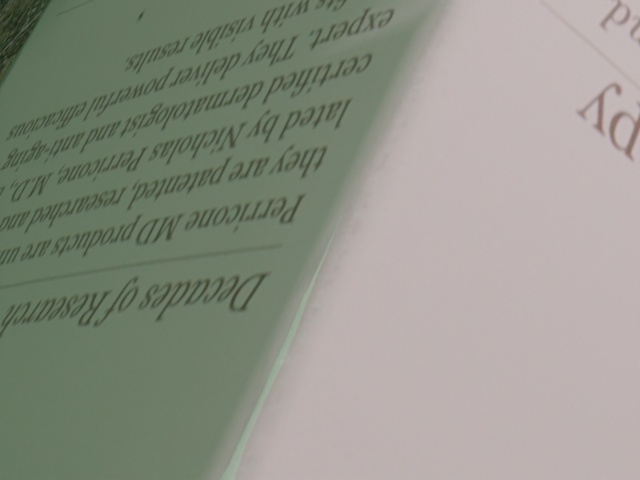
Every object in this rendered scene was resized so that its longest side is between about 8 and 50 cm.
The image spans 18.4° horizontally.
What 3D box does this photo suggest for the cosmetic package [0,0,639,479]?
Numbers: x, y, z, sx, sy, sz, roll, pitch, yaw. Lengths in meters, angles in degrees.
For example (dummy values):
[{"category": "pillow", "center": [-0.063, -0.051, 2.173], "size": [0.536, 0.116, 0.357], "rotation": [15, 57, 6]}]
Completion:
[{"category": "cosmetic package", "center": [0.048, 0.057, 0.733], "size": [0.327, 0.329, 0.393], "rotation": [-10, 49, 53]}]
